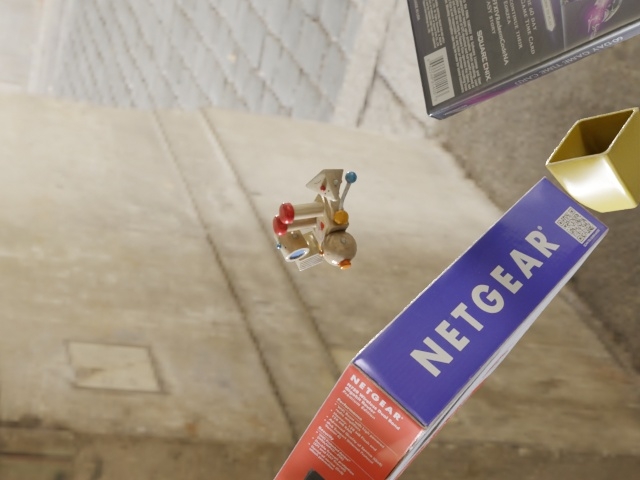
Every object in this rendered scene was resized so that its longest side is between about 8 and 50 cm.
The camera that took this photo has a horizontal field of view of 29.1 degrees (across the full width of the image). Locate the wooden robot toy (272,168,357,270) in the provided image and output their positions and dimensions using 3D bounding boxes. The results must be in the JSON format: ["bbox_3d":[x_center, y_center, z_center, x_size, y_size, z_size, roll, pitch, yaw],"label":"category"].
[{"bbox_3d":[0.000,0.000,1.224,0.079,0.076,0.173,64,154,20],"label":"wooden robot toy"}]

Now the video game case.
[{"bbox_3d":[0.184,-0.236,1.004,0.274,0.026,0.196,-21,70,37],"label":"video game case"}]

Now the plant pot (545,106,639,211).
[{"bbox_3d":[0.302,-0.077,1.289,0.081,0.083,0.081,-9,34,50],"label":"plant pot"}]

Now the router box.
[{"bbox_3d":[0.097,0.131,1.160,0.082,0.335,0.301,41,138,11],"label":"router box"}]
